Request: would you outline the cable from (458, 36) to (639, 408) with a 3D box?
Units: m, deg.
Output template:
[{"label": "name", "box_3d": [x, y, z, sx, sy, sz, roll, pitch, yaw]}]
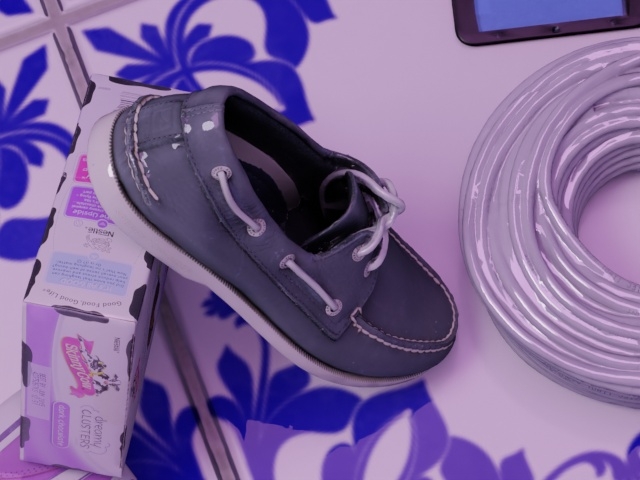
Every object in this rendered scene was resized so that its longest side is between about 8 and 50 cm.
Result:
[{"label": "cable", "box_3d": [0.221, -0.014, 1.258, 0.257, 0.089, 0.257, -2, 71, 4]}]

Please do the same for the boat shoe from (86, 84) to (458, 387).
[{"label": "boat shoe", "box_3d": [0.000, 0.000, 1.158, 0.099, 0.319, 0.116, -24, 50, 32]}]

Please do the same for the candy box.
[{"label": "candy box", "box_3d": [-0.136, 0.022, 1.192, 0.070, 0.165, 0.196, 11, 48, -2]}]

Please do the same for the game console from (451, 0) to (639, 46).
[{"label": "game console", "box_3d": [0.161, -0.218, 1.337, 0.144, 0.124, 0.085, -7, 44, 1]}]

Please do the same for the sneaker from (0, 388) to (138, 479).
[{"label": "sneaker", "box_3d": [-0.224, 0.240, 1.196, 0.161, 0.102, 0.282, 42, 78, 13]}]
